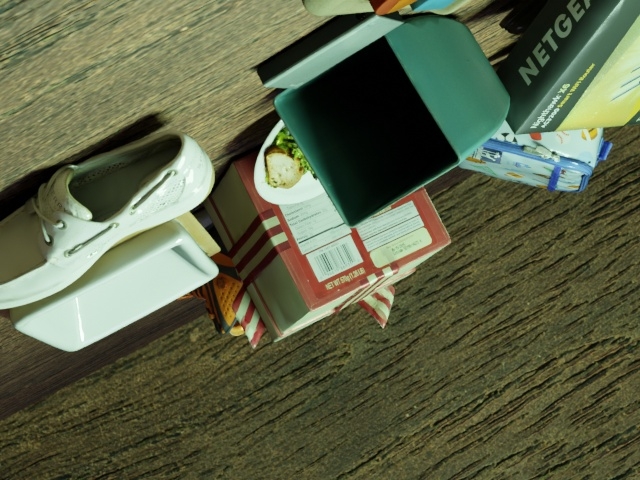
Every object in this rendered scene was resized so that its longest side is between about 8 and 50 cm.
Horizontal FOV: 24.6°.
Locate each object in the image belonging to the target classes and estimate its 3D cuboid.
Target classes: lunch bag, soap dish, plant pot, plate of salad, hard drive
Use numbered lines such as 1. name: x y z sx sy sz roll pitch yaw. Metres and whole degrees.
1. lunch bag: 0.329 -0.151 2.312 0.243 0.115 0.303 16 178 7
2. soap dish: -0.240 0.018 1.621 0.229 0.118 0.291 -28 170 -1
3. plant pot: 0.102 -0.150 1.639 0.165 0.165 0.234 -31 180 35
4. plate of salad: 0.009 -0.113 1.764 0.199 0.048 0.200 -29 148 -21
5. hard drive: 0.010 -0.194 1.465 0.135 0.022 0.094 -29 175 19

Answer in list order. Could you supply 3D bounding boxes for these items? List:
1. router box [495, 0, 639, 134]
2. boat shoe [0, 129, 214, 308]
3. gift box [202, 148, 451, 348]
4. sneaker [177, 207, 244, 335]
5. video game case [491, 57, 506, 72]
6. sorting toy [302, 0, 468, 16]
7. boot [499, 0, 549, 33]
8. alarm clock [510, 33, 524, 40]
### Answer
1. router box: 0.368 -0.254 1.690 0.242 0.081 0.309 -8 148 -36
2. boat shoe: -0.241 -0.032 1.441 0.277 0.098 0.096 -31 155 -2
3. gift box: 0.000 0.000 1.972 0.255 0.276 0.258 -21 174 -17
4. sneaker: -0.181 0.073 2.196 0.124 0.180 0.321 -23 173 -39
5. video game case: 0.322 -0.257 2.103 0.166 0.015 0.119 -28 -153 -31
6. sorting toy: 0.156 -0.270 1.250 0.307 0.041 0.229 -31 168 34
7. boot: 0.333 -0.279 1.809 0.219 0.106 0.082 -27 174 -12
8. alarm clock: 0.350 -0.293 1.984 0.192 0.064 0.129 -26 175 21
